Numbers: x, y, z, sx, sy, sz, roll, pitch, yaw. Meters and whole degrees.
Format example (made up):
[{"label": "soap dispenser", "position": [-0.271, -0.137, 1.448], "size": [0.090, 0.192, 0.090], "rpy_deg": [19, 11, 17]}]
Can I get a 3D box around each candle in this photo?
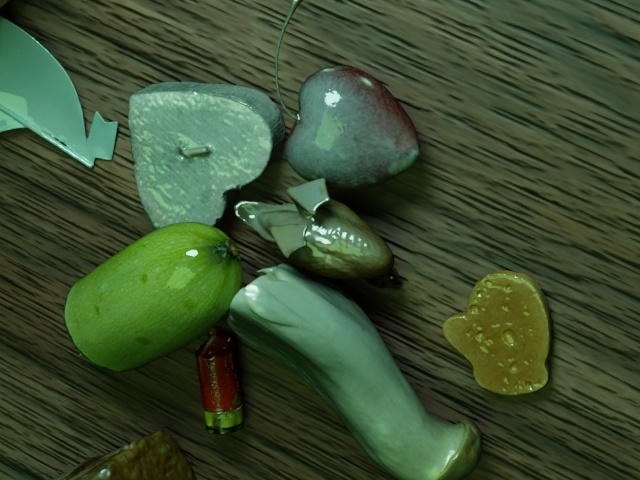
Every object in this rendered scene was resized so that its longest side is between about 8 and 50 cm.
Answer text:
[{"label": "candle", "position": [-0.121, 0.162, 1.296], "size": [0.052, 0.052, 0.131], "rpy_deg": [-1, 104, 21]}, {"label": "candle", "position": [-0.142, -0.106, 1.213], "size": [0.168, 0.068, 0.192], "rpy_deg": [46, 115, -2]}]

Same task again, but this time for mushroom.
[{"label": "mushroom", "position": [0.035, 0.152, 1.167], "size": [0.328, 0.159, 0.122], "rpy_deg": [44, 111, -7]}]

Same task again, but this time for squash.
[{"label": "squash", "position": [-0.174, 0.054, 1.194], "size": [0.247, 0.132, 0.132], "rpy_deg": [-31, 94, 49]}]

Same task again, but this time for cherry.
[{"label": "cherry", "position": [0.036, -0.140, 1.115], "size": [0.148, 0.115, 0.188], "rpy_deg": [27, 109, 32]}]

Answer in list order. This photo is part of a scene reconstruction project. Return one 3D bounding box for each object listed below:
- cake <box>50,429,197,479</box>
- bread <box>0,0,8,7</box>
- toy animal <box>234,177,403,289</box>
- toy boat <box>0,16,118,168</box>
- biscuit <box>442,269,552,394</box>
[{"label": "cake", "position": [-0.295, 0.377, 1.354], "size": [0.293, 0.196, 0.199], "rpy_deg": [-23, 96, 29]}, {"label": "bread", "position": [-0.414, -0.321, 1.097], "size": [0.198, 0.263, 0.236], "rpy_deg": [41, 84, 0]}, {"label": "toy animal", "position": [0.000, 0.000, 1.170], "size": [0.188, 0.179, 0.089], "rpy_deg": [19, 79, 35]}, {"label": "toy boat", "position": [-0.368, -0.178, 1.281], "size": [0.291, 0.067, 0.220], "rpy_deg": [33, 113, 5]}, {"label": "biscuit", "position": [0.191, 0.098, 1.177], "size": [0.118, 0.023, 0.140], "rpy_deg": [6, 109, 19]}]
